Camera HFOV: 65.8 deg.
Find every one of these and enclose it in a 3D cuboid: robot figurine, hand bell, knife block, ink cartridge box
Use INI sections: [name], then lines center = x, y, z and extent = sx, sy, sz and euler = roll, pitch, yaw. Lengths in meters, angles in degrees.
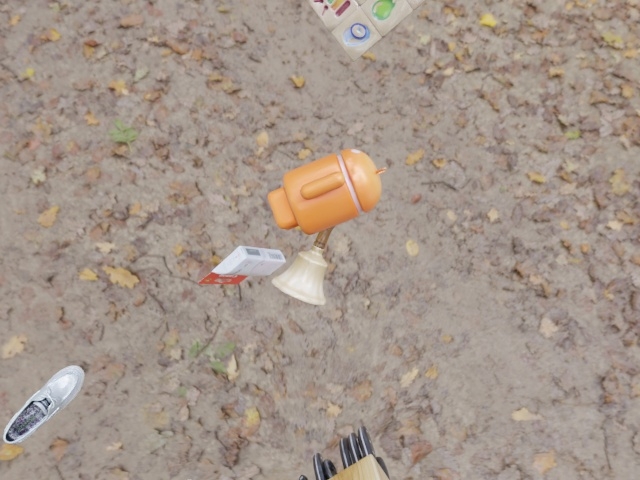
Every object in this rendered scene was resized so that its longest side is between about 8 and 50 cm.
[robot figurine]
center = 0.017, -0.090, 0.912
extent = 0.219, 0.158, 0.128
euler = -21, 48, 7
[hand bell]
center = 0.000, 0.000, 1.035
extent = 0.126, 0.126, 0.242
euler = 24, 96, 10
[knife block]
center = 0.069, 0.346, 0.641
extent = 0.088, 0.276, 0.242
euler = 56, 47, -9
[ink cartridge box]
center = -0.257, 0.105, 1.626
extent = 0.232, 0.189, 0.066
euler = -42, 62, 26

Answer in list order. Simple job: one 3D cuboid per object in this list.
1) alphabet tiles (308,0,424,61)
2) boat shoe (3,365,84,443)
[alphabet tiles]
center = 0.037, -0.337, 0.484
extent = 0.198, 0.009, 0.237
euler = -35, 96, 22
[boat shoe]
center = -0.689, 0.414, 1.240
extent = 0.079, 0.081, 0.227
euler = 45, 70, -9
